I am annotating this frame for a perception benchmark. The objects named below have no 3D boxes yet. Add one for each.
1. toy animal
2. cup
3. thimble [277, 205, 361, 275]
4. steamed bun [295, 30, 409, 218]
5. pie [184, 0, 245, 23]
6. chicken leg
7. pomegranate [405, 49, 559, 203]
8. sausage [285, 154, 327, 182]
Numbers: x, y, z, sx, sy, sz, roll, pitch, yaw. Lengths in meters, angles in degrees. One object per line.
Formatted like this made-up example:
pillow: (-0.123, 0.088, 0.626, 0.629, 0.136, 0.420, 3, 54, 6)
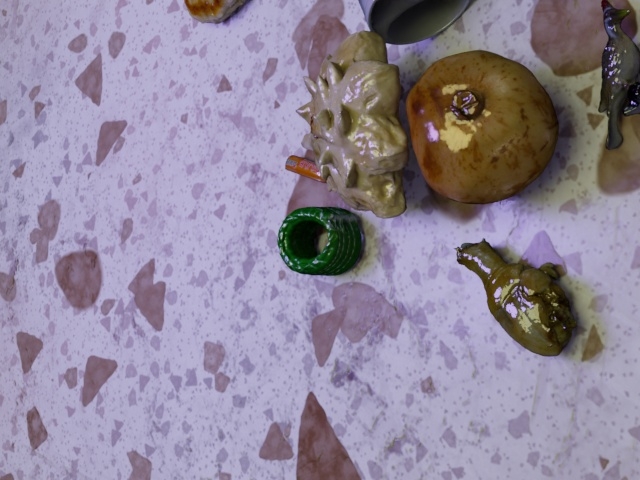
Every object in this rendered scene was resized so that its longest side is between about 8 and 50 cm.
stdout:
toy animal: (0.398, -0.231, 1.431, 0.105, 0.070, 0.202, -26, 70, 57)
cup: (0.103, -0.434, 1.625, 0.167, 0.221, 0.202, -34, 59, 21)
thimble: (0.000, 0.000, 1.744, 0.130, 0.090, 0.118, -35, 65, 35)
steamed bun: (0.043, -0.168, 1.609, 0.292, 0.137, 0.295, 117, 148, -70)
pie: (-0.199, -0.507, 1.993, 0.179, 0.084, 0.205, -5, 84, 42)
chicken leg: (0.274, 0.065, 1.501, 0.227, 0.088, 0.103, 57, 131, 38)
pomegranate: (0.214, -0.155, 1.482, 0.215, 0.215, 0.215, -7, 80, 42)
sausage: (-0.014, -0.119, 1.812, 0.107, 0.031, 0.031, 22, 100, 42)
